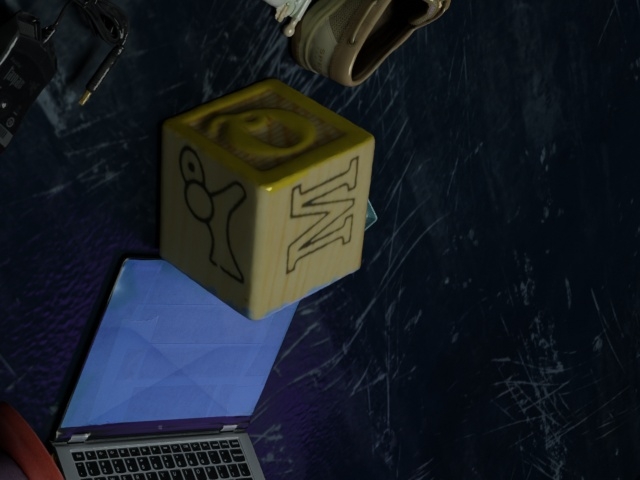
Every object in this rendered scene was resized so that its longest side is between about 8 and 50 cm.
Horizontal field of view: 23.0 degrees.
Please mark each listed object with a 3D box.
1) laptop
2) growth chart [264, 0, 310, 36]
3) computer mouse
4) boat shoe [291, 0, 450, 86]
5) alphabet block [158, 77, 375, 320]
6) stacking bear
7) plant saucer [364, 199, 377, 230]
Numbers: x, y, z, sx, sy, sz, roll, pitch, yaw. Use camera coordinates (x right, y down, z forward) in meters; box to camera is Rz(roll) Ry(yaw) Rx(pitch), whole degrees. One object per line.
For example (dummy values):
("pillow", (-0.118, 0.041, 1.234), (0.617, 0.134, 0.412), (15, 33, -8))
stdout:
("laptop", (-0.132, 0.259, 2.058), (0.236, 0.407, 0.382), (-35, 157, 31))
("growth chart", (-0.048, -0.356, 1.843), (0.172, 0.021, 0.237), (-58, 146, 0))
("computer mouse", (-0.308, -0.170, 1.646), (0.262, 0.060, 0.184), (-59, 151, -5))
("boat shoe", (0.116, -0.317, 1.997), (0.341, 0.110, 0.121), (-46, 144, -16))
("alphabet block", (-0.069, -0.053, 1.915), (0.193, 0.192, 0.197), (-28, 138, -38))
("stacking bear", (-0.442, 0.343, 1.808), (0.289, 0.164, 0.175), (-28, 136, -29))
("plant saucer", (0.000, 0.000, 2.171), (0.192, 0.018, 0.067), (-42, 123, -27))
